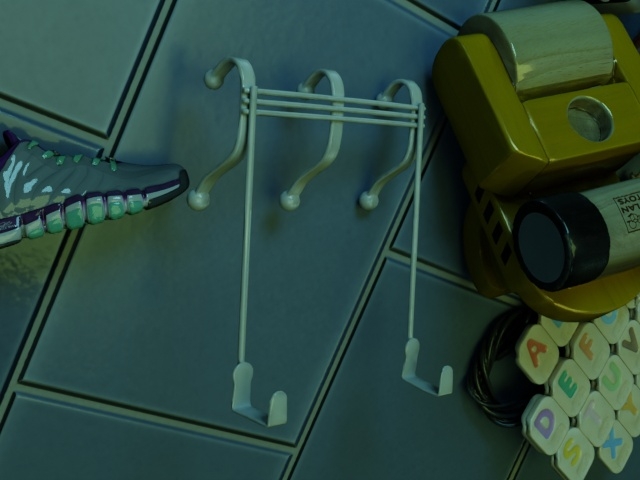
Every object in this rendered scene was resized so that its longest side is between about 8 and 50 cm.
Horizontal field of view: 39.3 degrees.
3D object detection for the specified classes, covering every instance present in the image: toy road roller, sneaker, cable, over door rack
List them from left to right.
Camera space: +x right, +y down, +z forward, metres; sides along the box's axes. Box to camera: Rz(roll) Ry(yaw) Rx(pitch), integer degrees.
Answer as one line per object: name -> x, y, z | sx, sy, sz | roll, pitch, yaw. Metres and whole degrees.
sneaker -> -0.226, -0.058, 0.791 | 0.223, 0.083, 0.098 | -17, 99, -27
over door rack -> 0.000, 0.000, 0.861 | 0.239, 0.108, 0.325 | -2, 86, -40
cable -> 0.264, 0.153, 1.119 | 0.184, 0.047, 0.151 | -16, 112, -21
toy road roller -> 0.241, -0.071, 0.982 | 0.202, 0.240, 0.330 | -14, 74, -22

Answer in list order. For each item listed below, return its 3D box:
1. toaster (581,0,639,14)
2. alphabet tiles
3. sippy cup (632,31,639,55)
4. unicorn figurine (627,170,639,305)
toaster -> 0.313, -0.354, 0.952 | 0.168, 0.110, 0.186 | 38, 87, -31
alphabet tiles -> 0.356, 0.160, 1.139 | 0.278, 0.021, 0.284 | 48, 67, -28
sippy cup -> 0.458, -0.201, 1.019 | 0.224, 0.240, 0.305 | -46, 111, 5
unicorn figurine -> 0.377, -0.010, 1.115 | 0.111, 0.060, 0.162 | -31, 112, -33
